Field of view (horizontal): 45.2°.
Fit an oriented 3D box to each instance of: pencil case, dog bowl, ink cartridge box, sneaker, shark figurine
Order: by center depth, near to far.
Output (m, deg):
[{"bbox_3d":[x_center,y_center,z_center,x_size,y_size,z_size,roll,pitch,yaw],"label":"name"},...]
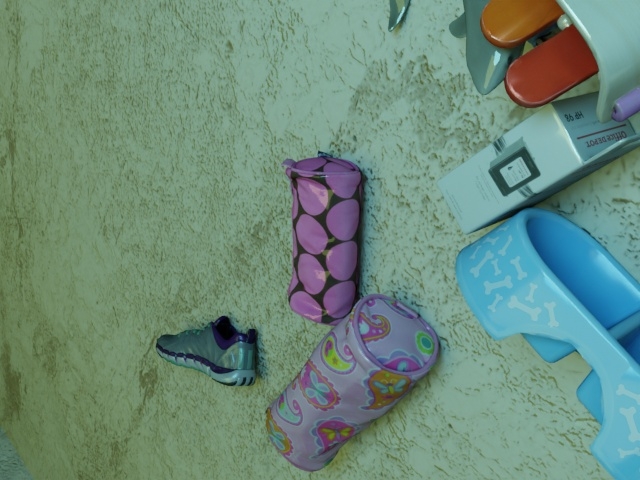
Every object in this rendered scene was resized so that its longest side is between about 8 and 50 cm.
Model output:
[{"bbox_3d":[0.247,0.089,0.665,0.297,0.166,0.074,51,125,21],"label":"dog bowl"},{"bbox_3d":[0.205,-0.077,0.682,0.180,0.104,0.060,-36,76,48],"label":"ink cartridge box"},{"bbox_3d":[0.112,-0.258,0.690,0.166,0.116,0.278,-54,35,15],"label":"shark figurine"},{"bbox_3d":[0.000,0.000,0.950,0.098,0.095,0.209,5,110,10],"label":"pencil case"},{"bbox_3d":[0.030,0.184,0.972,0.124,0.124,0.284,54,138,19],"label":"pencil case"},{"bbox_3d":[-0.178,0.162,1.239,0.224,0.083,0.098,11,93,40],"label":"sneaker"}]

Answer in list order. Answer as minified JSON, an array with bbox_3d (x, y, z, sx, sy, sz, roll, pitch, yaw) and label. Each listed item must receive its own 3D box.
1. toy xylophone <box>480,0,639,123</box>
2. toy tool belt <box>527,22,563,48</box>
[{"bbox_3d":[0.204,-0.258,0.573,0.081,0.236,0.322,56,-170,-79],"label":"toy xylophone"},{"bbox_3d":[0.188,-0.205,0.689,0.083,0.051,0.052,56,138,16],"label":"toy tool belt"}]
